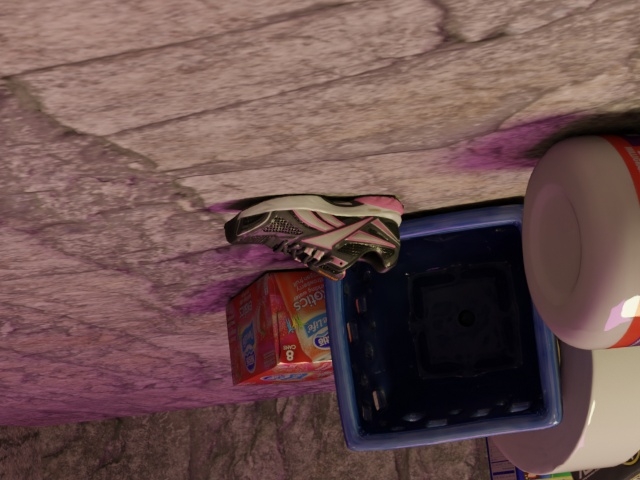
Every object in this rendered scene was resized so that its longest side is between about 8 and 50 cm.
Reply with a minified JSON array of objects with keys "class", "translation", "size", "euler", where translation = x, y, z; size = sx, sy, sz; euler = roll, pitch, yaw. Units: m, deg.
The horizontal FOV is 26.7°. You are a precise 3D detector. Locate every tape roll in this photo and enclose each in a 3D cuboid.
[{"class":"tape roll","translation":[0.287,0.134,1.616],"size":[0.100,0.286,0.286],"euler":[-1,169,-22]}]

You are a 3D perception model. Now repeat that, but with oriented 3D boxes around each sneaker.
[{"class":"sneaker","translation":[0.000,0.000,1.279],"size":[0.178,0.077,0.072],"euler":[-2,168,-16]}]

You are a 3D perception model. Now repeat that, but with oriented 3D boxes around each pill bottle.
[{"class":"pill bottle","translation":[0.349,-0.006,1.162],"size":[0.323,0.181,0.181],"euler":[-4,169,-15]}]

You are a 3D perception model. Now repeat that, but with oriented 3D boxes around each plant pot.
[{"class":"plant pot","translation":[0.147,0.094,1.480],"size":[0.236,0.236,0.212],"euler":[-8,176,15]}]

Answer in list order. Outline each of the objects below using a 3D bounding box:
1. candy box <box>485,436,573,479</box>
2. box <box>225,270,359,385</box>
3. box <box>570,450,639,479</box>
[{"class":"candy box","translation":[0.388,0.226,2.072],"size":[0.268,0.317,0.122],"euler":[-4,169,-14]},{"class":"box","translation":[-0.035,0.119,1.777],"size":[0.128,0.122,0.257],"euler":[-2,169,-17]},{"class":"box","translation":[0.571,0.234,1.832],"size":[0.318,0.097,0.395],"euler":[-3,149,-31]}]
